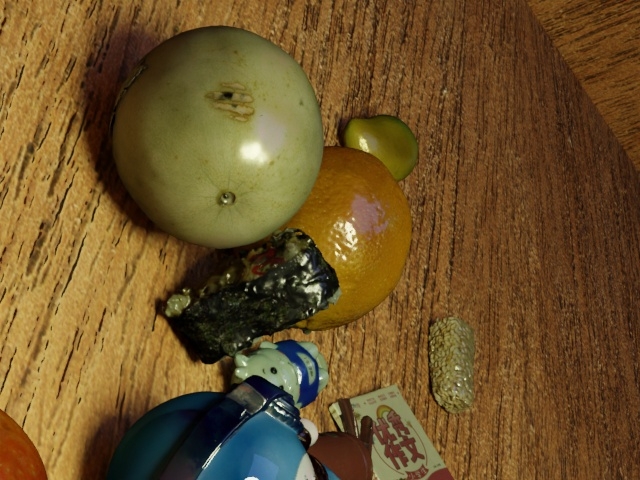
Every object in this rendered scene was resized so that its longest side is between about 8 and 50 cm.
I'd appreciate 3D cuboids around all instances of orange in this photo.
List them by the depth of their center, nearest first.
[{"bbox_3d":[0.000,0.000,2.098,0.264,0.264,0.264,43,35,-42],"label":"orange"}]

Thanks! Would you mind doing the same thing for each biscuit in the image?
[{"bbox_3d":[0.225,0.211,2.591,0.082,0.070,0.168,37,41,-34],"label":"biscuit"}]

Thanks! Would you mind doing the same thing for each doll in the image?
[{"bbox_3d":[-0.106,0.290,1.704,0.240,0.284,0.310,29,-1,19],"label":"doll"}]

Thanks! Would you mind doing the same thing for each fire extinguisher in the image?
[{"bbox_3d":[-0.009,0.286,2.021,0.337,0.107,0.147,6,77,-62],"label":"fire extinguisher"}]

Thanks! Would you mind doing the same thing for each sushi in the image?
[{"bbox_3d":[-0.082,0.064,1.939,0.115,0.213,0.147,62,18,-6],"label":"sushi"}]

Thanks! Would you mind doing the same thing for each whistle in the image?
[{"bbox_3d":[-0.049,0.184,2.046,0.244,0.092,0.110,-11,76,-63],"label":"whistle"}]

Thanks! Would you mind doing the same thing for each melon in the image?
[{"bbox_3d":[-0.133,-0.138,1.928,0.268,0.268,0.330,51,15,-32],"label":"melon"}]

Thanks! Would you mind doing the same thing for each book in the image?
[{"bbox_3d":[0.121,0.325,2.247,0.162,0.022,0.231,-8,62,-53],"label":"book"}]

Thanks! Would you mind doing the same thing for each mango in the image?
[{"bbox_3d":[0.102,-0.155,2.622,0.191,0.086,0.122,-15,94,-55],"label":"mango"}]

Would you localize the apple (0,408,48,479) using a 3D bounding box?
[{"bbox_3d":[-0.353,0.221,1.288,0.230,0.230,0.230,43,35,-42],"label":"apple"}]
